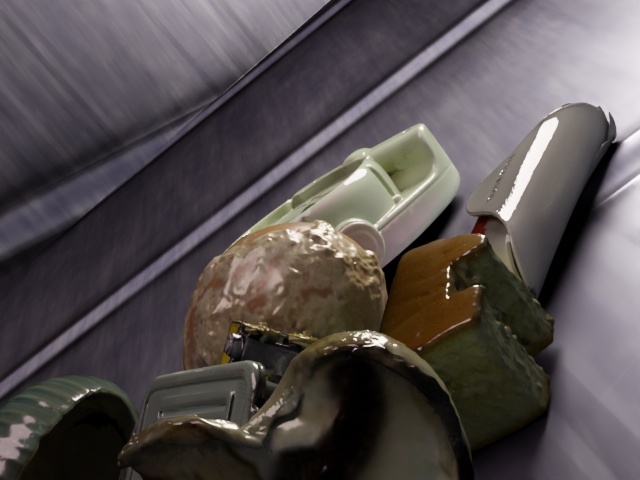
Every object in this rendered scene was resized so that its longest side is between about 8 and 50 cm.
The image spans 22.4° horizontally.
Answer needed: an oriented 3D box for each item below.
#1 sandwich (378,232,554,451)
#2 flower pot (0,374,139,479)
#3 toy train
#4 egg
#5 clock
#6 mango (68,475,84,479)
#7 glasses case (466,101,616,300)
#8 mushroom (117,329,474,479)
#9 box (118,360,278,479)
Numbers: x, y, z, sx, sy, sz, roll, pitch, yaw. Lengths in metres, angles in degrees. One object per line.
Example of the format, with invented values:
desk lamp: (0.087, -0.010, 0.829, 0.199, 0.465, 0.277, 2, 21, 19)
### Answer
sandwich: (0.125, 0.069, 1.408, 0.128, 0.122, 0.236, -33, 23, 25)
flower pot: (-0.304, 0.263, 1.833, 0.157, 0.189, 0.243, -21, 24, 49)
toy train: (0.000, 0.119, 1.503, 0.081, 0.202, 0.060, 5, 79, 69)
egg: (-0.038, 0.092, 1.649, 0.245, 0.203, 0.203, -51, 14, 7)
clock: (0.000, 0.000, 1.905, 0.265, 0.108, 0.324, -26, 12, 45)
mango: (-0.332, 0.302, 2.004, 0.115, 0.090, 0.178, -35, 22, -5)
glasses case: (0.202, -0.036, 1.626, 0.128, 0.083, 0.308, -28, 19, 39)
mushroom: (-0.033, 0.208, 1.238, 0.344, 0.247, 0.130, -52, 1, 11)
box: (-0.069, 0.206, 1.443, 0.243, 0.135, 0.163, -17, 59, 57)
